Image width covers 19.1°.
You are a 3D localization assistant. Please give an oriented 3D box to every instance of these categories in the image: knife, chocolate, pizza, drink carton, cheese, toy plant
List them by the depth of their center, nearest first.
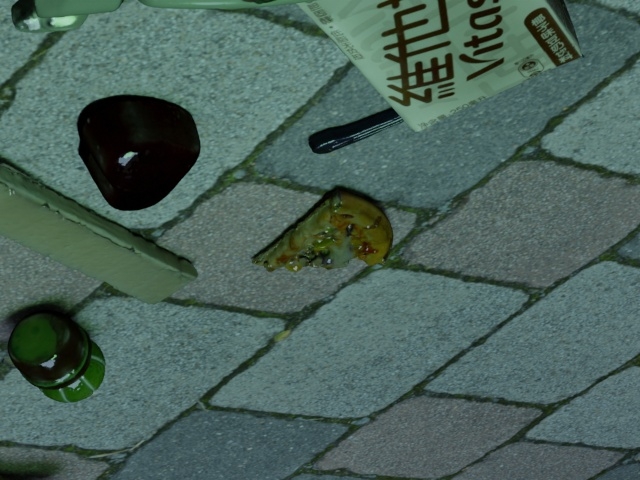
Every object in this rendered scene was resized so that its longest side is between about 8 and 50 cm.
[{"bbox_3d":[0.101,-0.246,1.792,0.194,0.132,0.324,-26,150,15],"label":"drink carton"},{"bbox_3d":[-0.185,-0.082,1.985,0.125,0.080,0.149,-10,150,-12],"label":"chocolate"},{"bbox_3d":[0.045,-0.123,2.106,0.121,0.018,0.031,-22,154,6],"label":"knife"},{"bbox_3d":[-0.273,-0.001,2.132,0.085,0.034,0.400,-27,151,18],"label":"cheese"},{"bbox_3d":[0.000,0.000,2.288,0.176,0.036,0.185,-17,152,0],"label":"pizza"},{"bbox_3d":[-0.317,0.145,2.320,0.092,0.093,0.162,-20,155,6],"label":"toy plant"}]

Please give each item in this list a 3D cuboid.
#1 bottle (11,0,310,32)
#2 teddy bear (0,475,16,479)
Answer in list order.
[{"bbox_3d":[-0.112,-0.286,1.504,0.351,0.229,0.229,-11,152,-16],"label":"bottle"},{"bbox_3d":[-0.507,0.421,2.655,0.256,0.156,0.267,-43,173,33],"label":"teddy bear"}]
